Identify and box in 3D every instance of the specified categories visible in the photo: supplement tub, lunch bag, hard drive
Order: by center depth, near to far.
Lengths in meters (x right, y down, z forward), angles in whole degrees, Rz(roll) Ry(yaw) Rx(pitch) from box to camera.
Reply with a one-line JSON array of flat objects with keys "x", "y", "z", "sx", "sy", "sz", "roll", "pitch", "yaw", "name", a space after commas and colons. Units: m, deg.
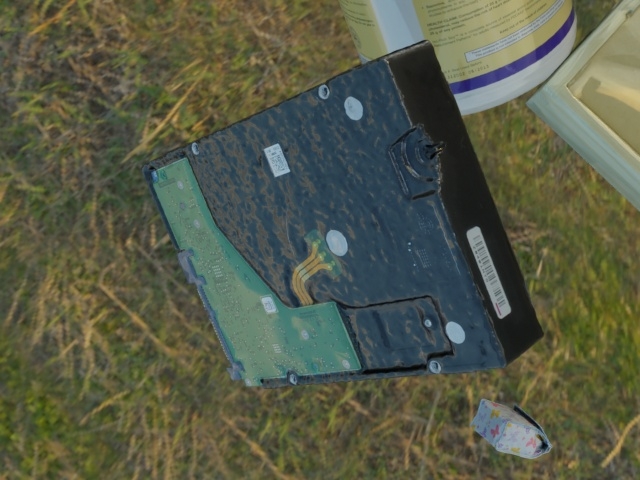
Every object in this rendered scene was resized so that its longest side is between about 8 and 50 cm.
[{"x": 0.000, "y": 0.000, "z": 0.816, "sx": 0.339, "sy": 0.064, "sz": 0.237, "roll": -16, "pitch": 99, "yaw": 49, "name": "hard drive"}, {"x": 0.119, "y": -0.322, "z": 1.031, "sx": 0.241, "sy": 0.241, "sz": 0.331, "roll": -7, "pitch": 126, "yaw": 23, "name": "supplement tub"}, {"x": 0.247, "y": 0.242, "z": 1.271, "sx": 0.083, "sy": 0.071, "sz": 0.053, "roll": 21, "pitch": 97, "yaw": -25, "name": "lunch bag"}]

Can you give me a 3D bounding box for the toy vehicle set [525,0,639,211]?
[{"x": 0.251, "y": -0.037, "z": 0.467, "sx": 0.267, "sy": 0.035, "sz": 0.166, "roll": 44, "pitch": 84, "yaw": 2, "name": "toy vehicle set"}]
